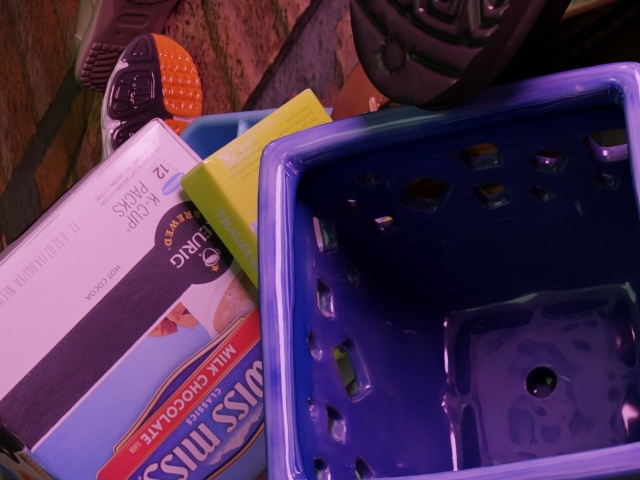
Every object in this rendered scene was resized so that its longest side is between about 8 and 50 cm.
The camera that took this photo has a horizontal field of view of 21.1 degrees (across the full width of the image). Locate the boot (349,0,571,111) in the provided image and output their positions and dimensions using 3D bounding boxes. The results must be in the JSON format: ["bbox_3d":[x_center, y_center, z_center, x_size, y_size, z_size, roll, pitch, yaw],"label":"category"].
[{"bbox_3d":[0.191,-0.206,0.943,0.131,0.260,0.348,45,113,44],"label":"boot"}]

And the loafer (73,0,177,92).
[{"bbox_3d":[-0.186,-0.267,1.696,0.268,0.102,0.092,-55,46,35],"label":"loafer"}]

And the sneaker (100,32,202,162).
[{"bbox_3d":[-0.186,-0.068,1.654,0.121,0.099,0.262,-8,74,61],"label":"sneaker"}]

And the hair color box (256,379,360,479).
[{"bbox_3d":[0.022,0.218,1.240,0.347,0.105,0.174,-37,52,47],"label":"hair color box"}]

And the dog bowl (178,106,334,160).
[{"bbox_3d":[-0.046,-0.035,1.443,0.297,0.074,0.166,2,84,58],"label":"dog bowl"}]

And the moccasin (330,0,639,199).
[{"bbox_3d":[0.127,-0.094,1.149,0.380,0.139,0.147,-34,45,37],"label":"moccasin"}]

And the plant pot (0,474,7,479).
[{"bbox_3d":[-0.275,0.231,1.572,0.243,0.275,0.275,-15,70,48],"label":"plant pot"}]

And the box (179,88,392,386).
[{"bbox_3d":[0.000,0.000,1.154,0.178,0.109,0.042,54,146,-3],"label":"box"}]

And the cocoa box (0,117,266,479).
[{"bbox_3d":[-0.155,0.087,1.293,0.231,0.228,0.347,-46,8,-16],"label":"cocoa box"}]

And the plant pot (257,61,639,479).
[{"bbox_3d":[0.112,0.062,0.985,0.236,0.212,0.236,-12,63,20],"label":"plant pot"}]
